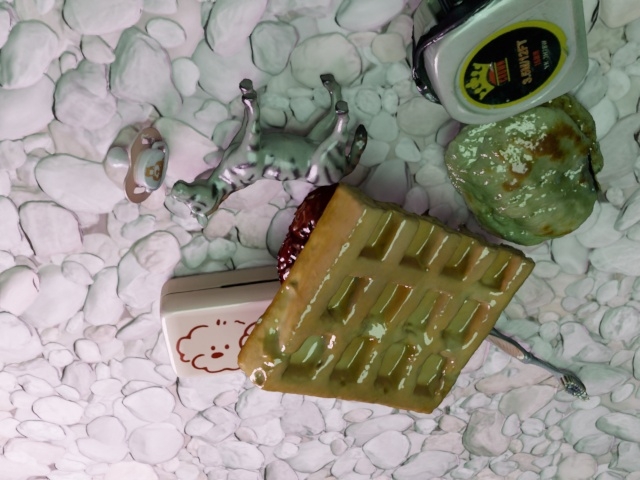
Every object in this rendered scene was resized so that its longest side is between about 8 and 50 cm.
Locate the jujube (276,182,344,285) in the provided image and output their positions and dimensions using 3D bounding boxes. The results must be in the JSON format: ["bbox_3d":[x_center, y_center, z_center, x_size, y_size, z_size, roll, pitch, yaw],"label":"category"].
[{"bbox_3d":[-0.003,-0.002,1.298,0.104,0.104,0.166,30,98,-26],"label":"jujube"}]

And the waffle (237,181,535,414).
[{"bbox_3d":[0.095,0.098,1.306,0.348,0.077,0.304,15,114,-34],"label":"waffle"}]

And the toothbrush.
[{"bbox_3d":[0.288,0.161,1.510,0.375,0.037,0.028,32,115,-24],"label":"toothbrush"}]

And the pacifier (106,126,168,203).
[{"bbox_3d":[-0.235,-0.099,1.234,0.078,0.081,0.099,16,103,21],"label":"pacifier"}]

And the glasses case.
[{"bbox_3d":[-0.055,0.110,1.398,0.337,0.076,0.144,-8,127,-1],"label":"glasses case"}]

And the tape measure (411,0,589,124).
[{"bbox_3d":[0.196,-0.251,1.114,0.207,0.115,0.235,-20,144,7],"label":"tape measure"}]

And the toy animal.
[{"bbox_3d":[-0.071,-0.124,1.218,0.255,0.089,0.170,-13,132,6],"label":"toy animal"}]

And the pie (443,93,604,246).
[{"bbox_3d":[0.279,-0.092,1.277,0.201,0.090,0.248,-29,129,12],"label":"pie"}]
